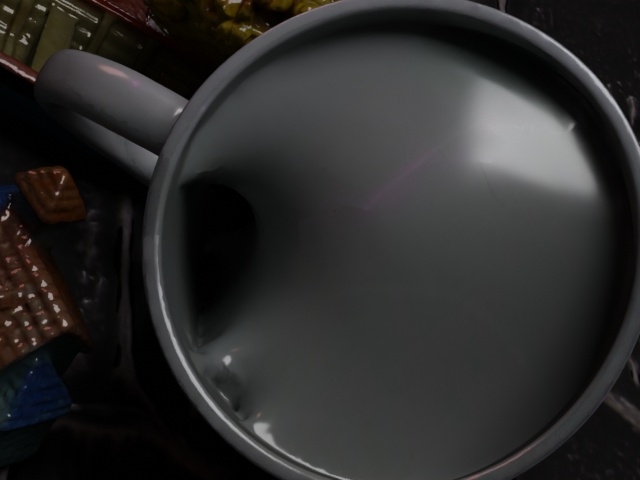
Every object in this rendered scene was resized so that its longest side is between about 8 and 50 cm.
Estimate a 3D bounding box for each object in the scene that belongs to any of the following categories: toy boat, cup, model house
[{"bbox_3d":[-0.129,-0.095,1.179,0.392,0.079,0.136,29,33,-17],"label":"toy boat"},{"bbox_3d":[0.000,0.000,1.013,0.356,0.259,0.274,28,-7,8],"label":"cup"},{"bbox_3d":[-0.181,0.026,0.933,0.119,0.149,0.148,-4,53,-46],"label":"model house"}]

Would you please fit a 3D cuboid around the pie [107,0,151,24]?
[{"bbox_3d":[-0.184,-0.191,1.266,0.153,0.038,0.153,26,39,-24],"label":"pie"}]

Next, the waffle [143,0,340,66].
[{"bbox_3d":[-0.019,-0.133,1.149,0.193,0.070,0.197,25,-1,-44],"label":"waffle"}]
